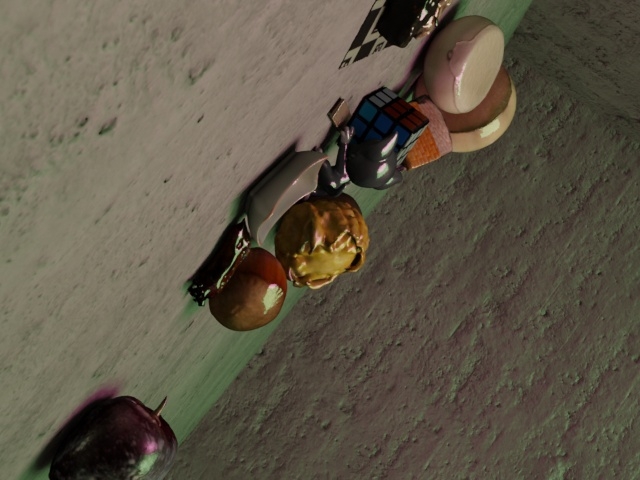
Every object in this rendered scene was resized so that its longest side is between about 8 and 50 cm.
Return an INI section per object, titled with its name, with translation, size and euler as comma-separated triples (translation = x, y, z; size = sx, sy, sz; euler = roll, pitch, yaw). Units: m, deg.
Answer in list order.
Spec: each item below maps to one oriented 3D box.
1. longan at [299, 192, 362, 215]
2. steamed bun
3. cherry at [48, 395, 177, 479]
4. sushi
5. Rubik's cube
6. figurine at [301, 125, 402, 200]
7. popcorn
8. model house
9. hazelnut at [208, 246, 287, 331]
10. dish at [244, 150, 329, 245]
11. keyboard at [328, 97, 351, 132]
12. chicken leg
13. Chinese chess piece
[longan]
translation = 0.009, -0.032, 1.715
size = 0.245, 0.215, 0.246
euler = -22, 147, -15
[steamed bun]
translation = 0.409, -0.528, 1.774
size = 0.283, 0.177, 0.283
euler = -35, 142, -33
[cherry]
translation = -0.441, 0.462, 1.305
size = 0.296, 0.218, 0.255
euler = -38, 169, -14
[sushi]
translation = 0.221, -0.479, 1.224
size = 0.373, 0.100, 0.296
euler = -42, 168, -53
[Rubik's cube]
translation = 0.168, -0.289, 1.593
size = 0.162, 0.160, 0.163
euler = -57, 172, 36
[figurine]
translation = 0.073, -0.179, 1.453
size = 0.265, 0.140, 0.193
euler = -32, 143, -21
[popcorn]
translation = 0.000, 0.000, 1.498
size = 0.250, 0.250, 0.190
euler = -54, -155, 20
[model house]
translation = 0.235, -0.306, 1.802
size = 0.236, 0.202, 0.237
euler = -17, -175, 34
[hazelnut]
translation = -0.173, 0.118, 1.448
size = 0.214, 0.176, 0.214
euler = -44, -159, 21
[dish]
translation = -0.084, -0.105, 1.270
size = 0.212, 0.077, 0.151
euler = -48, 174, -27
[keyboard]
translation = 0.045, -0.291, 1.400
size = 0.055, 0.017, 0.166
euler = -57, 173, 4
[chicken leg]
translation = -0.213, 0.050, 1.302
size = 0.234, 0.063, 0.105
euler = -55, 177, 6
[Chinese chess piece]
translation = 0.468, -0.457, 1.961
size = 0.338, 0.338, 0.140
euler = -51, 154, -7
